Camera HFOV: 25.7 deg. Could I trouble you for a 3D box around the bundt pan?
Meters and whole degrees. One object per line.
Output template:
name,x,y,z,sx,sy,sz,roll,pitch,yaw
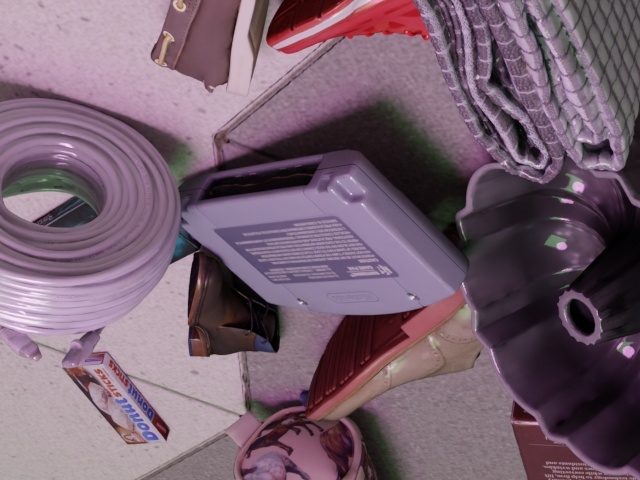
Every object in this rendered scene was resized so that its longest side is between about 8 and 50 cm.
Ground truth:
bundt pan,0.275,0.045,1.273,0.331,0.124,0.331,37,141,38

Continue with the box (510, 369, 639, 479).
box,0.306,0.181,1.487,0.168,0.167,0.203,-1,139,18

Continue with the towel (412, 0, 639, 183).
towel,0.145,-0.215,1.001,0.121,0.235,0.284,-5,138,32

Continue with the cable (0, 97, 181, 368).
cable,-0.264,-0.028,1.350,0.257,0.257,0.089,33,138,11

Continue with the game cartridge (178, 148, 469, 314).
game cartridge,0.000,0.000,1.397,0.198,0.062,0.297,39,154,-31

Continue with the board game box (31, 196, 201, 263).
board game box,-0.234,-0.003,1.553,0.126,0.026,0.186,38,137,-27

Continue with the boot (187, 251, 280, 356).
boot,-0.094,0.072,1.561,0.106,0.082,0.219,4,156,-2

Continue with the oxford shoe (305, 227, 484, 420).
oxford shoe,0.102,0.123,1.521,0.130,0.123,0.348,27,141,-18

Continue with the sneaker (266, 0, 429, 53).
sneaker,0.066,-0.184,1.184,0.221,0.087,0.128,-20,129,38

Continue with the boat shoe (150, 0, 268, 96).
boat shoe,-0.085,-0.242,1.141,0.096,0.117,0.324,12,148,-1

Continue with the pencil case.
pencil case,0.015,0.373,1.827,0.183,0.160,0.410,40,161,39

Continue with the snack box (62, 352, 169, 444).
snack box,-0.265,0.208,1.826,0.064,0.022,0.178,-7,136,24
